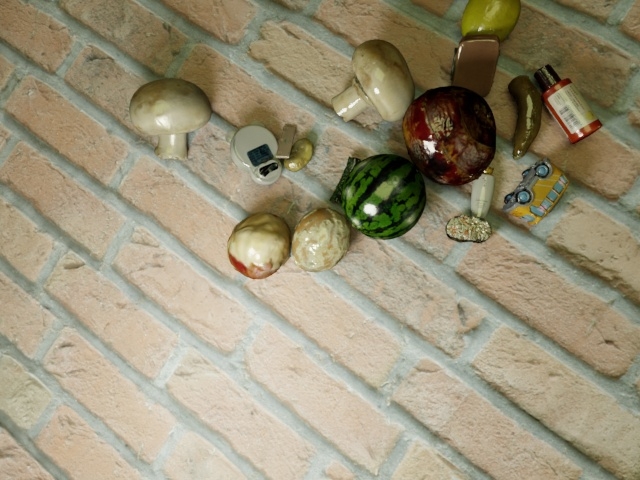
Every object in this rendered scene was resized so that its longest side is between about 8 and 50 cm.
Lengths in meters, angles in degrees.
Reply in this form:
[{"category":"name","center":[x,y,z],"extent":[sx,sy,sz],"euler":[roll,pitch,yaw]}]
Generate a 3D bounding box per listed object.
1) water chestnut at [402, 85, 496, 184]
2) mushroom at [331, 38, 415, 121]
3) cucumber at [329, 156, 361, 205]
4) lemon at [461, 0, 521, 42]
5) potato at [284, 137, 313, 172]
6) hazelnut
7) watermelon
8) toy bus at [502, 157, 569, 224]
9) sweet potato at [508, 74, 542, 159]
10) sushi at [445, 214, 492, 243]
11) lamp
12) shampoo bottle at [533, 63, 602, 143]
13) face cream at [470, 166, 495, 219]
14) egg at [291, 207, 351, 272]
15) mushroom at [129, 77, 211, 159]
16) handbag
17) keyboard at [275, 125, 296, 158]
[{"category":"water chestnut","center":[0.414,-0.339,1.497],"extent":[0.302,0.350,0.351],"euler":[-20,79,49]},{"category":"mushroom","center":[0.170,-0.528,1.549],"extent":[0.289,0.292,0.293],"euler":[-24,81,24]},{"category":"cucumber","center":[0.094,-0.218,1.631],"extent":[0.058,0.058,0.187],"euler":[24,87,11]},{"category":"lemon","center":[0.580,-0.764,1.543],"extent":[0.184,0.184,0.249],"euler":[33,108,11]},{"category":"potato","center":[-0.079,-0.313,1.657],"extent":[0.091,0.070,0.138],"euler":[33,79,29]},{"category":"hazelnut","center":[-0.208,0.022,1.592],"extent":[0.241,0.261,0.261],"euler":[27,89,-21]},{"category":"watermelon","center":[0.209,-0.143,1.490],"extent":[0.284,0.285,0.286],"euler":[-1,84,9]},{"category":"toy bus","center":[0.720,-0.155,1.489],"extent":[0.136,0.126,0.210],"euler":[36,91,2]},{"category":"sweet potato","center":[0.703,-0.424,1.545],"extent":[0.112,0.085,0.286],"euler":[5,97,43]},{"category":"sushi","center":[0.505,-0.037,1.533],"extent":[0.150,0.078,0.091],"euler":[8,86,11]},{"category":"lamp","center":[-0.235,-0.316,1.664],"extent":[0.179,0.108,0.246],"euler":[-28,86,-16]},{"category":"shampoo bottle","center":[0.821,-0.468,1.509],"extent":[0.104,0.104,0.278],"euler":[-30,81,5]},{"category":"face cream","center":[0.562,-0.165,1.550],"extent":[0.072,0.051,0.182],"euler":[11,86,14]},{"category":"egg","center":[0.000,0.000,1.554],"extent":[0.203,0.203,0.245],"euler":[37,102,11]},{"category":"mushroom","center":[-0.552,-0.452,1.682],"extent":[0.297,0.298,0.290],"euler":[4,122,10]},{"category":"handbag","center":[0.527,-0.601,1.534],"extent":[0.151,0.194,0.072],"euler":[11,44,13]},{"category":"keyboard","center":[-0.129,-0.364,1.660],"extent":[0.055,0.017,0.166],"euler":[5,54,5]}]
